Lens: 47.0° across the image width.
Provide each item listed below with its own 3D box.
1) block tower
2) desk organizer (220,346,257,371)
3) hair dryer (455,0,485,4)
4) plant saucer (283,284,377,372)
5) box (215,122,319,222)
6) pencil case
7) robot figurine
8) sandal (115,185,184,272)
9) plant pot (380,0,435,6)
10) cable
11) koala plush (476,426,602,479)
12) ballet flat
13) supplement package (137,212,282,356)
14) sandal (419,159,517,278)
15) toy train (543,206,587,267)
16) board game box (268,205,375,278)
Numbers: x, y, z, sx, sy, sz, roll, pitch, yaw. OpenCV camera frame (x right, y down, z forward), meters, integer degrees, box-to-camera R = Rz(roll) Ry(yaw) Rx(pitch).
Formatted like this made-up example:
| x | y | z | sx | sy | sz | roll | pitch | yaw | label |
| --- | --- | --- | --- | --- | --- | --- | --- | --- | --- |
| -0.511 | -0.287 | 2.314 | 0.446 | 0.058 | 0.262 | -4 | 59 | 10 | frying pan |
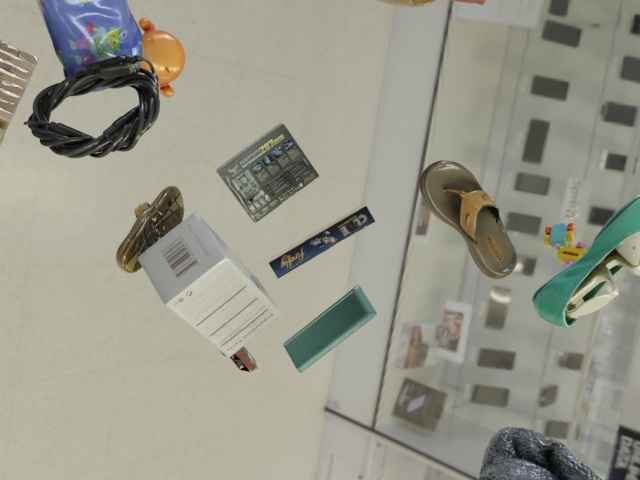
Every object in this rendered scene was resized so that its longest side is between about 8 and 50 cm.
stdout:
| x | y | z | sx | sy | sz | roll | pitch | yaw | label |
| --- | --- | --- | --- | --- | --- | --- | --- | --- | --- |
| -0.508 | -0.154 | 1.063 | 0.091 | 0.097 | 0.335 | 24 | 51 | -25 | block tower |
| -0.225 | 0.298 | 1.954 | 0.050 | 0.047 | 0.130 | -34 | 114 | 1 | desk organizer |
| 0.169 | -0.432 | 1.219 | 0.294 | 0.223 | 0.080 | -5 | 137 | -36 | hair dryer |
| 0.012 | 0.159 | 1.315 | 0.192 | 0.067 | 0.018 | -40 | 157 | 20 | plant saucer |
| -0.148 | -0.190 | 2.070 | 0.233 | 0.059 | 0.183 | -38 | 109 | -5 | box |
| -0.319 | -0.352 | 0.975 | 0.133 | 0.119 | 0.306 | -24 | 138 | -19 | pencil case |
| -0.390 | -0.431 | 1.743 | 0.128 | 0.219 | 0.158 | 19 | 92 | -21 | robot figurine |
| -0.252 | -0.022 | 1.067 | 0.180 | 0.049 | 0.072 | -60 | 154 | -46 | sandal |
| 0.204 | -0.658 | 1.757 | 0.237 | 0.254 | 0.237 | -9 | 127 | -13 | plant pot |
| -0.296 | -0.166 | 0.960 | 0.047 | 0.185 | 0.150 | 72 | 3 | -62 | cable |
| 0.250 | 0.384 | 1.036 | 0.221 | 0.203 | 0.196 | -20 | 134 | -23 | koala plush |
| 0.435 | 0.041 | 1.114 | 0.247 | 0.087 | 0.083 | -46 | 137 | 8 | ballet flat |
| -0.152 | 0.066 | 1.036 | 0.105 | 0.105 | 0.179 | -39 | 143 | -3 | supplement package |
| 0.236 | -0.031 | 1.115 | 0.090 | 0.060 | 0.219 | -38 | 102 | -16 | sandal |
| 0.519 | 0.004 | 1.452 | 0.125 | 0.166 | 0.046 | -37 | 124 | 3 | toy train |
| 0.000 | 0.000 | 1.648 | 0.243 | 0.165 | 0.042 | -30 | 94 | -1 | board game box |
